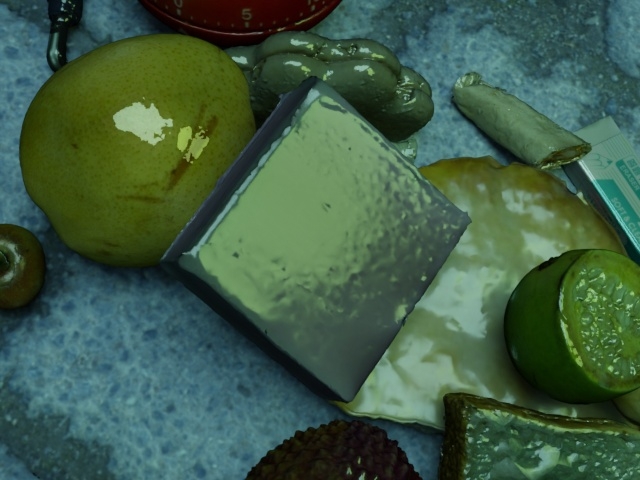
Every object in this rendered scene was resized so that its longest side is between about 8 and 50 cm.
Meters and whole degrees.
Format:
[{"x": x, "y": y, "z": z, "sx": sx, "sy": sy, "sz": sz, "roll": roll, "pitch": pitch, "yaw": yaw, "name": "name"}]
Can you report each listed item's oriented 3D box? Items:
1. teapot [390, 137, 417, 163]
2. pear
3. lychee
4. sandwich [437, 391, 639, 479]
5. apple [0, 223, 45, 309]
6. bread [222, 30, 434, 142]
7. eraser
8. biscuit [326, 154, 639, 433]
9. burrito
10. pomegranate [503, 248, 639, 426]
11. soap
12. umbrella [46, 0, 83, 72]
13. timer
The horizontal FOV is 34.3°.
[{"x": 0.101, "y": -0.122, "z": 1.520, "sx": 0.083, "sy": 0.057, "sz": 0.067, "roll": -3, "pitch": 106, "yaw": -12, "name": "teapot"}, {"x": -0.228, "y": -0.114, "z": 1.350, "sx": 0.314, "sy": 0.314, "sz": 0.314, "roll": 2, "pitch": 68, "yaw": -6, "name": "pear"}, {"x": 0.013, "y": 0.328, "z": 1.236, "sx": 0.271, "sy": 0.271, "sz": 0.271, "roll": 2, "pitch": 68, "yaw": -6, "name": "lychee"}, {"x": 0.265, "y": 0.355, "z": 1.270, "sx": 0.271, "sy": 0.099, "sz": 0.301, "roll": 9, "pitch": 88, "yaw": -4, "name": "sandwich"}, {"x": -0.411, "y": 0.034, "z": 1.368, "sx": 0.099, "sy": 0.102, "sz": 0.114, "roll": -29, "pitch": 81, "yaw": -4, "name": "apple"}, {"x": 0.004, "y": -0.220, "z": 1.473, "sx": 0.337, "sy": 0.183, "sz": 0.102, "roll": 4, "pitch": 74, "yaw": -8, "name": "bread"}, {"x": 0.448, "y": -0.070, "z": 1.539, "sx": 0.096, "sy": 0.052, "sz": 0.225, "roll": -25, "pitch": 73, "yaw": -16, "name": "eraser"}, {"x": 0.225, "y": 0.094, "z": 1.420, "sx": 0.429, "sy": 0.104, "sz": 0.446, "roll": 7, "pitch": 70, "yaw": -5, "name": "biscuit"}, {"x": 0.287, "y": -0.175, "z": 1.542, "sx": 0.087, "sy": 0.060, "sz": 0.226, "roll": -36, "pitch": 61, "yaw": -23, "name": "burrito"}, {"x": 0.334, "y": 0.120, "z": 1.295, "sx": 0.241, "sy": 0.159, "sz": 0.189, "roll": 18, "pitch": 67, "yaw": -22, "name": "pomegranate"}, {"x": 0.000, "y": 0.000, "z": 1.262, "sx": 0.285, "sy": 0.107, "sz": 0.296, "roll": 44, "pitch": 70, "yaw": -20, "name": "soap"}, {"x": -0.375, "y": -0.369, "z": 1.548, "sx": 0.071, "sy": 0.071, "sz": 0.248, "roll": 4, "pitch": 67, "yaw": -5, "name": "umbrella"}, {"x": -0.119, "y": -0.463, "z": 1.507, "sx": 0.378, "sy": 0.279, "sz": 0.378, "roll": 2, "pitch": 67, "yaw": -4, "name": "timer"}]
